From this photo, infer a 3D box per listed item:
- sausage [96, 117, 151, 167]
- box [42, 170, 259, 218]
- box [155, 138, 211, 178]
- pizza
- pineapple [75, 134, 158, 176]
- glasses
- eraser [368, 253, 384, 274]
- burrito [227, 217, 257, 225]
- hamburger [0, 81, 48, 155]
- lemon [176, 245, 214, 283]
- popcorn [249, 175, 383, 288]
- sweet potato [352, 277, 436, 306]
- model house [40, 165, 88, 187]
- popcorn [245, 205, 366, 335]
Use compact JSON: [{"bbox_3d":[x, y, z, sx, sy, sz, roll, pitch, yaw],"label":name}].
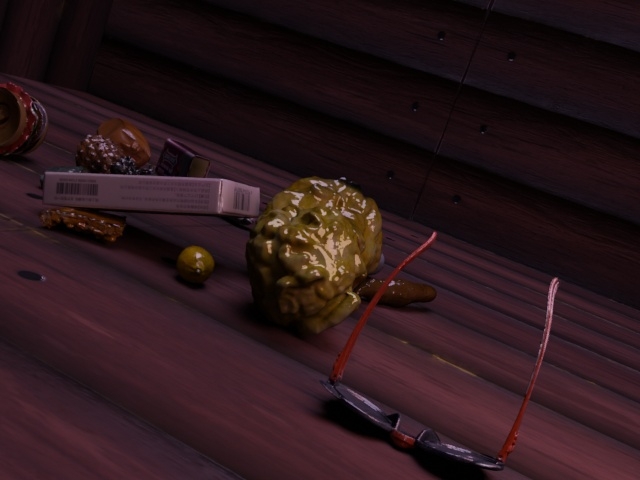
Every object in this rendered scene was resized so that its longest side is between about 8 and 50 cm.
[{"bbox_3d":[-0.575,-0.284,2.093,0.136,0.120,0.241,53,-10,-35],"label":"sausage"},{"bbox_3d":[-0.305,-0.082,1.321,0.343,0.065,0.200,3,0,14],"label":"box"},{"bbox_3d":[-0.394,-0.208,2.041,0.069,0.120,0.224,17,8,-35],"label":"box"},{"bbox_3d":[-0.391,-0.026,1.256,0.131,0.041,0.178,16,6,22],"label":"pizza"},{"bbox_3d":[-0.463,-0.160,1.702,0.237,0.111,0.119,27,41,9],"label":"pineapple"},{"bbox_3d":[0.151,0.123,0.867,0.234,0.268,0.118,21,-9,22],"label":"glasses"},{"bbox_3d":[0.029,0.027,1.679,0.174,0.081,0.227,29,12,29],"label":"eraser"},{"bbox_3d":[-0.235,-0.086,1.850,0.064,0.064,0.203,10,12,-46],"label":"burrito"},{"bbox_3d":[-0.710,-0.273,1.663,0.175,0.175,0.137,22,4,17],"label":"hamburger"},{"bbox_3d":[-0.207,0.041,1.191,0.062,0.062,0.083,16,8,-20],"label":"lemon"},{"bbox_3d":[0.000,0.000,1.405,0.286,0.215,0.252,6,53,-36],"label":"popcorn"},{"bbox_3d":[0.168,0.112,1.532,0.274,0.067,0.067,8,15,-41],"label":"sweet potato"},{"bbox_3d":[-0.533,-0.123,1.503,0.083,0.066,0.079,1,22,-3],"label":"model house"},{"bbox_3d":[-0.022,0.052,1.143,0.181,0.216,0.235,-10,23,-10],"label":"popcorn"}]
